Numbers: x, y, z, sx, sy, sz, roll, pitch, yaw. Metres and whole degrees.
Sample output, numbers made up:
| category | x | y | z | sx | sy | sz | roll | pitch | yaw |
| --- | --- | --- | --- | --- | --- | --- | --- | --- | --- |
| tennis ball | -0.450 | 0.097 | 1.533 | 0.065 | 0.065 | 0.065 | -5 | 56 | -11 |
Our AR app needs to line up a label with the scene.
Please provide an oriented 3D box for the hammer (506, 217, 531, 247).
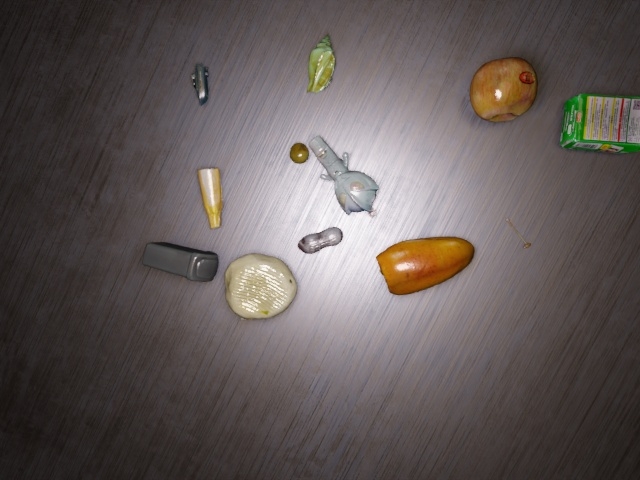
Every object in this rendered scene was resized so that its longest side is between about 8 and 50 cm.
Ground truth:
| category | x | y | z | sx | sy | sz | roll | pitch | yaw |
| --- | --- | --- | --- | --- | --- | --- | --- | --- | --- |
| hammer | 0.686 | -0.026 | 1.712 | 0.029 | 0.014 | 0.122 | -37 | 86 | -3 |

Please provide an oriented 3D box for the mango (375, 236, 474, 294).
| category | x | y | z | sx | sy | sz | roll | pitch | yaw |
| --- | --- | --- | --- | --- | --- | --- | --- | --- | --- |
| mango | 0.365 | 0.078 | 1.668 | 0.351 | 0.199 | 0.201 | -14 | 120 | -7 |

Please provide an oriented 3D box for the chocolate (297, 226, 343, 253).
| category | x | y | z | sx | sy | sz | roll | pitch | yaw |
| --- | --- | --- | --- | --- | --- | --- | --- | --- | --- |
| chocolate | 0.000 | 0.000 | 1.744 | 0.167 | 0.072 | 0.072 | -20 | 90 | 3 |

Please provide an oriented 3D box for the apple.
| category | x | y | z | sx | sy | sz | roll | pitch | yaw |
| --- | --- | --- | --- | --- | --- | --- | --- | --- | --- |
| apple | 0.595 | -0.490 | 1.604 | 0.211 | 0.211 | 0.187 | -4 | 91 | 5 |

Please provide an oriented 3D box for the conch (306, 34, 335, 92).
| category | x | y | z | sx | sy | sz | roll | pitch | yaw |
| --- | --- | --- | --- | --- | --- | --- | --- | --- | --- |
| conch | 0.005 | -0.616 | 1.717 | 0.095 | 0.079 | 0.200 | 2 | 110 | -8 |

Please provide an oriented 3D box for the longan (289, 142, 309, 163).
| category | x | y | z | sx | sy | sz | roll | pitch | yaw |
| --- | --- | --- | --- | --- | --- | --- | --- | --- | --- |
| longan | -0.073 | -0.311 | 1.732 | 0.075 | 0.083 | 0.075 | 9 | 59 | -14 |

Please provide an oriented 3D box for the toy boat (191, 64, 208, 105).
| category | x | y | z | sx | sy | sz | roll | pitch | yaw |
| --- | --- | --- | --- | --- | --- | --- | --- | --- | --- |
| toy boat | -0.429 | -0.553 | 1.766 | 0.060 | 0.055 | 0.141 | -3 | 92 | -3 |

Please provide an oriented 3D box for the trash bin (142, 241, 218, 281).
| category | x | y | z | sx | sy | sz | roll | pitch | yaw |
| --- | --- | --- | --- | --- | --- | --- | --- | --- | --- |
| trash bin | -0.482 | 0.073 | 1.739 | 0.237 | 0.177 | 0.101 | 14 | 94 | 8 |

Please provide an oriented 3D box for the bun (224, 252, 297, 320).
| category | x | y | z | sx | sy | sz | roll | pitch | yaw |
| --- | --- | --- | --- | --- | --- | --- | --- | --- | --- |
| bun | -0.218 | 0.153 | 1.729 | 0.260 | 0.160 | 0.259 | 0 | 108 | 1 |

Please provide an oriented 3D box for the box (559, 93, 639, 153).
| category | x | y | z | sx | sy | sz | roll | pitch | yaw |
| --- | --- | --- | --- | --- | --- | --- | --- | --- | --- |
| box | 0.942 | -0.386 | 1.630 | 0.250 | 0.103 | 0.179 | 6 | 93 | 3 |

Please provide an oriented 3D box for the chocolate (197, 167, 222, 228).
| category | x | y | z | sx | sy | sz | roll | pitch | yaw |
| --- | --- | --- | --- | --- | --- | --- | --- | --- | --- |
| chocolate | -0.392 | -0.152 | 1.774 | 0.086 | 0.085 | 0.219 | -5 | 96 | 5 |

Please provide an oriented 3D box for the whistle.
| category | x | y | z | sx | sy | sz | roll | pitch | yaw |
| --- | --- | --- | --- | --- | --- | --- | --- | --- | --- |
| whistle | 0.082 | -0.217 | 1.708 | 0.346 | 0.134 | 0.142 | 53 | 136 | 11 |
